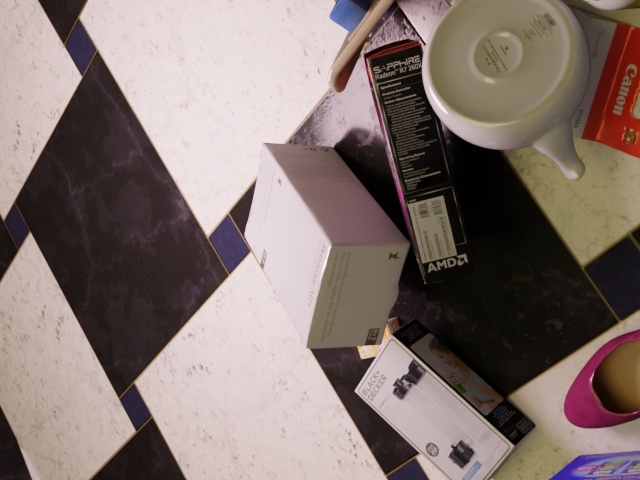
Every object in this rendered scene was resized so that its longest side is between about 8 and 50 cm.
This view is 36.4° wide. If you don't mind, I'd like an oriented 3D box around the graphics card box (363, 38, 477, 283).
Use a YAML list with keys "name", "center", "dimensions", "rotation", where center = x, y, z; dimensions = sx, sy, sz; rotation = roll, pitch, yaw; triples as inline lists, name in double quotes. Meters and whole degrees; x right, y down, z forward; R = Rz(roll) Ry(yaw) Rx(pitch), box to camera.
- name: "graphics card box"
  center: [0.157, -0.135, 1.580]
  dimensions: [0.094, 0.233, 0.371]
  rotation: [-16, 102, 4]

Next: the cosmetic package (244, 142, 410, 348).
- name: "cosmetic package"
  center: [0.000, 0.000, 1.753]
  dimensions: [0.385, 0.156, 0.217]
  rotation: [-123, 40, -55]

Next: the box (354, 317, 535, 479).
- name: "box"
  center: [0.218, 0.301, 1.750]
  dimensions: [0.290, 0.087, 0.169]
  rotation: [43, 128, 18]

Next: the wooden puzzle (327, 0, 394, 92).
- name: "wooden puzzle"
  center: [0.109, -0.442, 1.512]
  dimensions: [0.080, 0.322, 0.348]
  rotation: [29, 132, -7]

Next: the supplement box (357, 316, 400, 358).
- name: "supplement box"
  center: [0.113, 0.189, 1.881]
  dimensions: [0.098, 0.036, 0.062]
  rotation: [-20, 89, 45]

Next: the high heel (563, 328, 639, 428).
- name: "high heel"
  center: [0.461, 0.196, 1.435]
  dimensions: [0.127, 0.181, 0.377]
  rotation: [55, 133, 18]

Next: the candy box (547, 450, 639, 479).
- name: "candy box"
  center: [0.431, 0.419, 1.435]
  dimensions: [0.268, 0.317, 0.122]
  rotation: [-19, 89, 46]

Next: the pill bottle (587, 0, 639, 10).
- name: "pill bottle"
  center: [0.410, -0.364, 1.316]
  dimensions: [0.103, 0.184, 0.103]
  rotation: [15, 112, 42]

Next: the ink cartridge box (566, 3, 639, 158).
- name: "ink cartridge box"
  center: [0.394, -0.246, 1.463]
  dimensions: [0.232, 0.066, 0.189]
  rotation: [33, 123, 39]

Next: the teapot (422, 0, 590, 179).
- name: "teapot"
  center: [0.276, -0.242, 1.423]
  dimensions: [0.253, 0.187, 0.256]
  rotation: [11, 84, 23]
